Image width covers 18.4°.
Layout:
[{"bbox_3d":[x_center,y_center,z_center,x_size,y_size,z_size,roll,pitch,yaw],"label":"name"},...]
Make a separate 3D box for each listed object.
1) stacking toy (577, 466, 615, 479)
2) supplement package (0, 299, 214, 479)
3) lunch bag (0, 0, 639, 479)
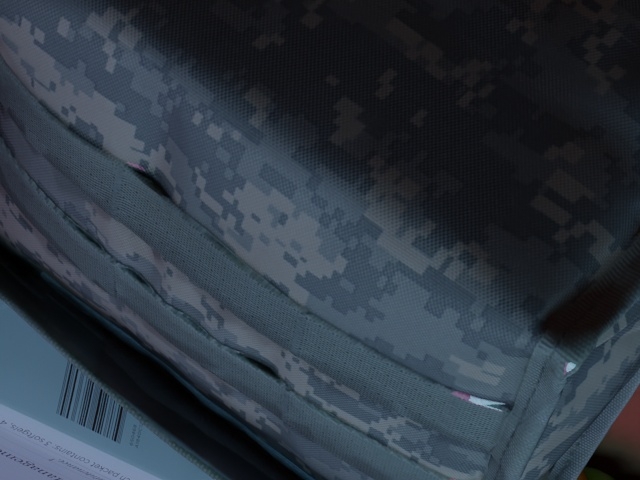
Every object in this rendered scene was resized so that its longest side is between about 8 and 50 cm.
[{"bbox_3d":[0.125,0.168,1.097,0.330,0.141,0.141,35,143,-26],"label":"stacking toy"},{"bbox_3d":[-0.161,0.051,0.928,0.203,0.149,0.194,-21,139,41],"label":"supplement package"},{"bbox_3d":[0.000,0.000,0.685,0.235,0.169,0.287,37,152,14],"label":"lunch bag"}]
